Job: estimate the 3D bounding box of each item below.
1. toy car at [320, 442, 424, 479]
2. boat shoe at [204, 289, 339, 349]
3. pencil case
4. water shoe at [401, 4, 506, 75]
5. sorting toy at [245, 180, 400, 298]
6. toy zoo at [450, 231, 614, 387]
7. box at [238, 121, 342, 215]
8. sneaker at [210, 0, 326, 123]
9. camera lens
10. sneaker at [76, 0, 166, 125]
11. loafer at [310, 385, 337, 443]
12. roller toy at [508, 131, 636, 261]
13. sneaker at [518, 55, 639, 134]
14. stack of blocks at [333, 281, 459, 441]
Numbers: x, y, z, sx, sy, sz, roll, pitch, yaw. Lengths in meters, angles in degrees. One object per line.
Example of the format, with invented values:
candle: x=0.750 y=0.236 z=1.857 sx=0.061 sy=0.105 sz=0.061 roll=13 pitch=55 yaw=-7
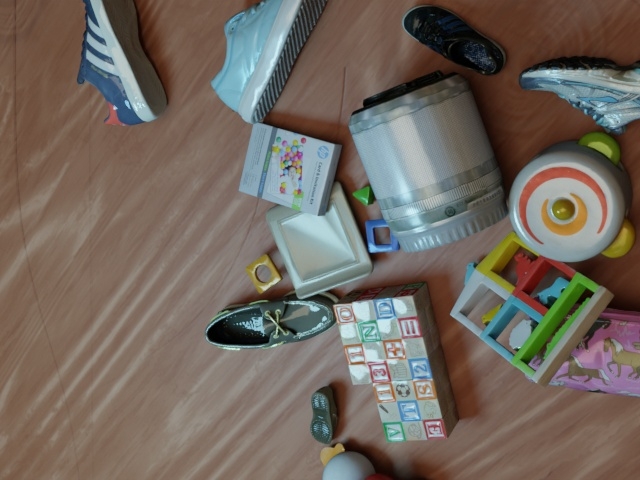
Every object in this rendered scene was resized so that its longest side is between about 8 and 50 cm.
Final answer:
toy car: x=0.069 y=0.532 z=1.896 sx=0.238 sy=0.219 sz=0.210 roll=44 pitch=124 yaw=41
boat shoe: x=-0.100 y=0.171 z=1.895 sx=0.305 sy=0.091 sz=0.109 roll=-11 pitch=101 yaw=28
pencil case: x=0.543 y=0.190 z=1.564 sx=0.386 sy=0.167 sz=0.160 roll=6 pitch=77 yaw=23
water shoe: x=0.228 y=-0.352 z=1.589 sx=0.203 sy=0.080 sz=0.073 roll=29 pitch=115 yaw=15
sorting toy: x=0.000 y=0.000 z=1.824 sx=0.348 sy=0.047 sz=0.196 roll=-21 pitch=89 yaw=26
toy zoo: x=0.346 y=0.103 z=1.593 sx=0.192 sy=0.030 sz=0.293 roll=-54 pitch=36 yaw=4
box: x=-0.061 y=-0.141 z=1.791 sx=0.186 sy=0.038 sz=0.145 roll=19 pitch=102 yaw=24
sneaker: x=-0.106 y=-0.400 z=1.702 sx=0.150 sy=0.135 sz=0.366 roll=35 pitch=116 yaw=9
camera lens: x=0.188 y=-0.142 z=1.591 sx=0.219 sy=0.219 sz=0.274 roll=-18 pitch=97 yaw=28
sneaker: x=-0.446 y=-0.397 z=1.864 sx=0.148 sy=0.131 sz=0.350 roll=-14 pitch=99 yaw=23
loafer: x=0.012 y=0.368 z=1.929 sx=0.056 sy=0.050 sz=0.148 roll=19 pitch=128 yaw=23
roller toy: x=0.422 y=-0.064 z=1.547 sx=0.191 sy=0.146 sz=0.209 roll=-12 pitch=100 yaw=28
sneaker: x=0.463 y=-0.233 z=1.501 sx=0.283 sy=0.110 sz=0.122 roll=9 pitch=112 yaw=23
stack of blocks: x=0.150 y=0.242 z=1.801 sx=0.171 sy=0.087 sz=0.297 roll=-10 pitch=101 yaw=27
